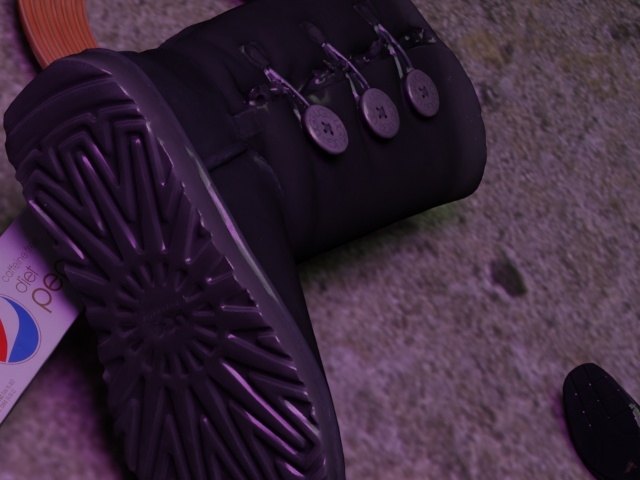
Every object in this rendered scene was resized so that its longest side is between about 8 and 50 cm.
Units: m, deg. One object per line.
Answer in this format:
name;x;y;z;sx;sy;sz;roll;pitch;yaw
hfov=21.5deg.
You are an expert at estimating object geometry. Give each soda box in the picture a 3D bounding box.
soda box;-0.205;0.054;1.089;0.074;0.069;0.216;36;38;-5

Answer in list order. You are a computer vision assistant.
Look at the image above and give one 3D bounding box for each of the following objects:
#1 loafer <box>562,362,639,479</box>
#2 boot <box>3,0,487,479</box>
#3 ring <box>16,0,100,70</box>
loafer;0.253;0.174;1.351;0.061;0.062;0.170;14;44;-60
boot;0.000;-0.002;1.228;0.445;0.146;0.367;-31;101;-62
ring;-0.100;-0.155;1.407;0.336;0.032;0.336;22;41;-20
